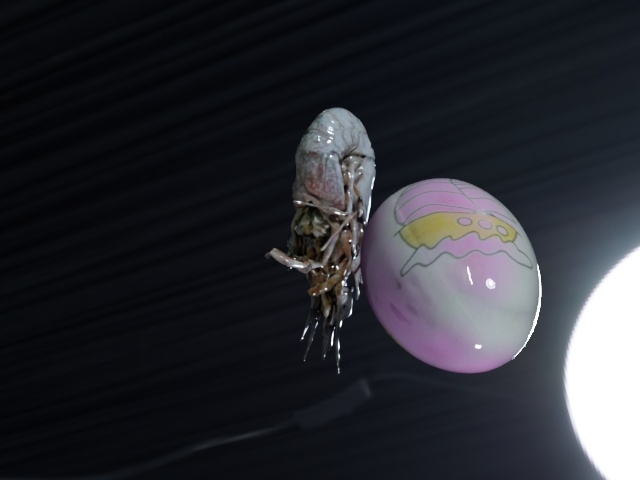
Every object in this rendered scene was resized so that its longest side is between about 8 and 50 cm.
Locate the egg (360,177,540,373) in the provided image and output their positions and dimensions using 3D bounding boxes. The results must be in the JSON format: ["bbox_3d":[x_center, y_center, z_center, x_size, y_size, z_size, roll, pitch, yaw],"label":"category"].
[{"bbox_3d":[0.143,0.037,1.222,0.271,0.196,0.196,-102,171,-74],"label":"egg"}]

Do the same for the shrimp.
[{"bbox_3d":[0.007,0.000,1.428,0.145,0.117,0.342,-14,109,-72],"label":"shrimp"}]
